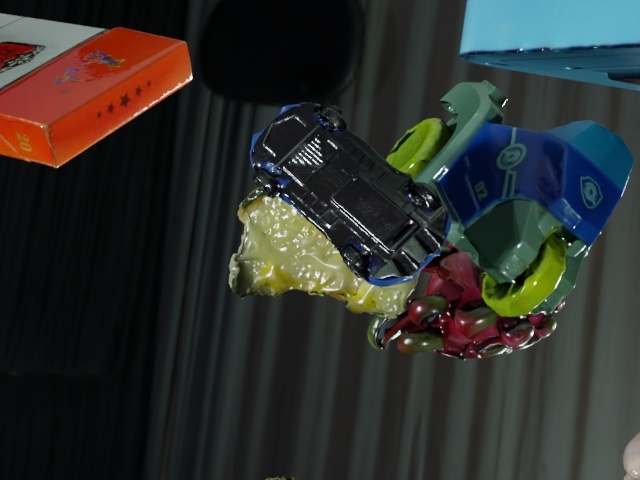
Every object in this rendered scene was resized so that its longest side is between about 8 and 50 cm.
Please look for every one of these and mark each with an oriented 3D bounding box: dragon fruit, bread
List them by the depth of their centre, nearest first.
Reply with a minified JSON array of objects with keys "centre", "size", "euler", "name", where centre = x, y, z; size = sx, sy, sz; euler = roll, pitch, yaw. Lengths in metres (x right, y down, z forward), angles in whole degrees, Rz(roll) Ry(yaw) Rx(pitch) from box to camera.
[{"centre":[0.004,-0.001,1.444],"size":[0.252,0.174,0.133],"euler":[6,-167,-15],"name":"bread"},{"centre":[0.222,0.084,1.626],"size":[0.273,0.198,0.218],"euler":[-11,-131,-35],"name":"dragon fruit"}]

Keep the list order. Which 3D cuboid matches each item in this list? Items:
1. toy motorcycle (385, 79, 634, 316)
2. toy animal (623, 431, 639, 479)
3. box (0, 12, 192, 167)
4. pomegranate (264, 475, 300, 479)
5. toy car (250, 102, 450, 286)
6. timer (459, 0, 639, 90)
[{"centre":[0.209,-0.046,1.141],"size":[0.191,0.200,0.326],"euler":[40,-172,-19],"name":"toy motorcycle"},{"centre":[0.316,0.176,0.933],"size":[0.082,0.114,0.091],"euler":[51,167,3],"name":"toy animal"},{"centre":[-0.224,-0.114,0.776],"size":[0.245,0.035,0.139],"euler":[14,-141,34],"name":"box"},{"centre":[-0.026,0.283,0.903],"size":[0.122,0.169,0.143],"euler":[-36,-175,22],"name":"pomegranate"},{"centre":[0.023,-0.042,1.008],"size":[0.216,0.103,0.063],"euler":[43,172,30],"name":"toy car"},{"centre":[0.233,-0.126,0.616],"size":[0.250,0.091,0.232],"euler":[7,-178,-35],"name":"timer"}]
